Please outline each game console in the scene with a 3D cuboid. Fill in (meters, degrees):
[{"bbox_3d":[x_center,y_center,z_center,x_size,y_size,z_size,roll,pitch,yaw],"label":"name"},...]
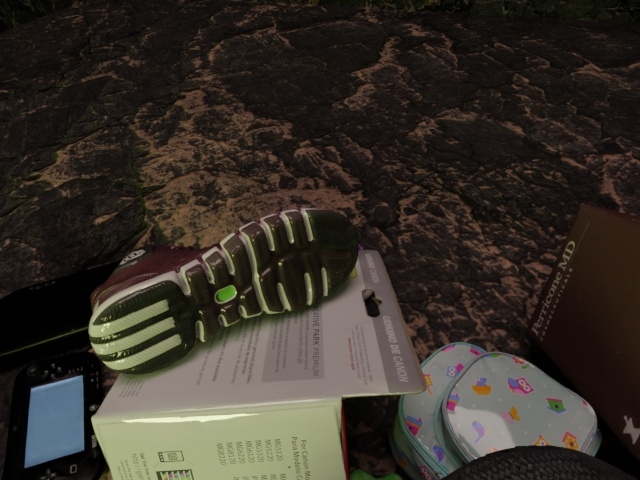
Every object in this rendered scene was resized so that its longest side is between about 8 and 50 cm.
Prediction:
[{"bbox_3d":[-0.344,0.173,0.630,0.213,0.044,0.361,-18,44,-14],"label":"game console"}]

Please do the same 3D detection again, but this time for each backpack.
[{"bbox_3d":[0.171,0.201,0.479,0.188,0.145,0.165,29,53,33],"label":"backpack"}]

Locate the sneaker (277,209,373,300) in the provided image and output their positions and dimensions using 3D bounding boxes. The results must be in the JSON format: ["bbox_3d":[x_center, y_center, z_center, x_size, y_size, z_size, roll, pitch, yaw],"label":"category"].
[{"bbox_3d":[0.000,0.000,0.749,0.095,0.105,0.236,-28,46,-22],"label":"sneaker"}]

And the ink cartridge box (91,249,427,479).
[{"bbox_3d":[-0.045,0.130,0.517,0.271,0.130,0.309,-4,22,1],"label":"ink cartridge box"}]

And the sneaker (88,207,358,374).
[{"bbox_3d":[-0.107,0.021,0.488,0.281,0.107,0.162,-19,23,-30],"label":"sneaker"}]

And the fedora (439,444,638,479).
[{"bbox_3d":[0.115,0.303,0.282,0.333,0.152,0.335,4,68,-9],"label":"fedora"}]

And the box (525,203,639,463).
[{"bbox_3d":[0.354,0.105,0.411,0.143,0.191,0.381,15,15,-2],"label":"box"}]

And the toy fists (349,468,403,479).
[{"bbox_3d":[-0.014,0.305,0.418,0.278,0.096,0.142,-9,54,-7],"label":"toy fists"}]
